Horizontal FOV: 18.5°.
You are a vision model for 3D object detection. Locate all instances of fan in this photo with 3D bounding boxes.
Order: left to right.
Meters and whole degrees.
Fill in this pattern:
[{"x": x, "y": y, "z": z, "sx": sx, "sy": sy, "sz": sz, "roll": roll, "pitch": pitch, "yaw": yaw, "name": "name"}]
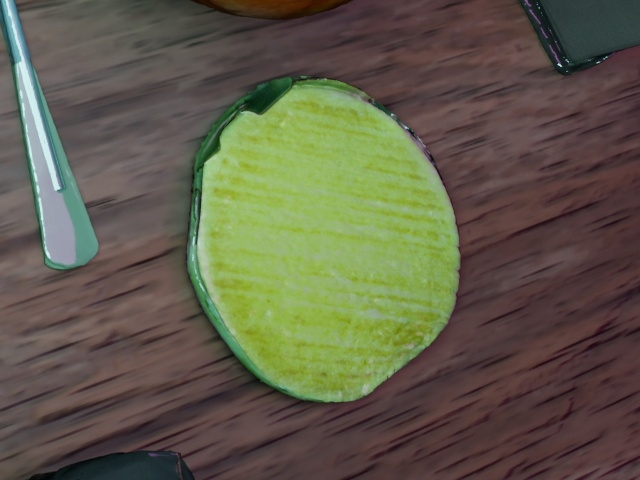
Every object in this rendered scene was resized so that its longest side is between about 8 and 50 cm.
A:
[{"x": -0.179, "y": -0.076, "z": 1.237, "sx": 0.038, "sy": 0.016, "sz": 0.193, "roll": -18, "pitch": 94, "yaw": -34, "name": "fan"}]

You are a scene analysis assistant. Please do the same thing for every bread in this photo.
[{"x": 0.000, "y": 0.000, "z": 1.347, "sx": 0.228, "sy": 0.033, "sz": 0.228, "roll": 8, "pitch": 77, "yaw": -36, "name": "bread"}]

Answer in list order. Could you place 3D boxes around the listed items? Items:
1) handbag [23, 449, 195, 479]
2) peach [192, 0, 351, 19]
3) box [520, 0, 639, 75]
[{"x": -0.129, "y": 0.232, "z": 1.135, "sx": 0.155, "sy": 0.169, "sz": 0.215, "roll": -12, "pitch": 88, "yaw": -34, "name": "handbag"}, {"x": -0.023, "y": -0.314, "z": 1.207, "sx": 0.373, "sy": 0.290, "sz": 0.372, "roll": 23, "pitch": 61, "yaw": -48, "name": "peach"}, {"x": 0.261, "y": -0.277, "z": 1.504, "sx": 0.252, "sy": 0.153, "sz": 0.188, "roll": -38, "pitch": 105, "yaw": -32, "name": "box"}]
